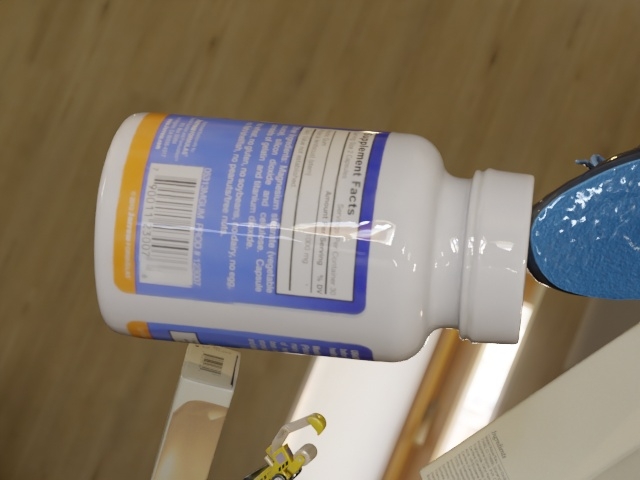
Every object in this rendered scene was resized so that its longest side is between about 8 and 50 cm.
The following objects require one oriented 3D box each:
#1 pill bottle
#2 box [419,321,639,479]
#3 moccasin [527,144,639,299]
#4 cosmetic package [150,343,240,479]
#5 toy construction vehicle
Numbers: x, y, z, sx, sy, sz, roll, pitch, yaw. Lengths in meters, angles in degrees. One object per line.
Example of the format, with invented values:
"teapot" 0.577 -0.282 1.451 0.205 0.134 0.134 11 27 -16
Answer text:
"pill bottle" 0.000 0.000 1.086 0.272 0.152 0.152 5 -8 7
"box" 0.229 0.181 1.425 0.094 0.275 0.113 42 19 -43
"moccasin" 0.315 -0.030 1.386 0.341 0.138 0.117 -14 12 -16
"cosmetic package" -0.095 0.139 1.230 0.041 0.115 0.060 15 27 -5
"toy construction vehicle" -0.040 0.172 1.225 0.035 0.098 0.086 46 20 6
